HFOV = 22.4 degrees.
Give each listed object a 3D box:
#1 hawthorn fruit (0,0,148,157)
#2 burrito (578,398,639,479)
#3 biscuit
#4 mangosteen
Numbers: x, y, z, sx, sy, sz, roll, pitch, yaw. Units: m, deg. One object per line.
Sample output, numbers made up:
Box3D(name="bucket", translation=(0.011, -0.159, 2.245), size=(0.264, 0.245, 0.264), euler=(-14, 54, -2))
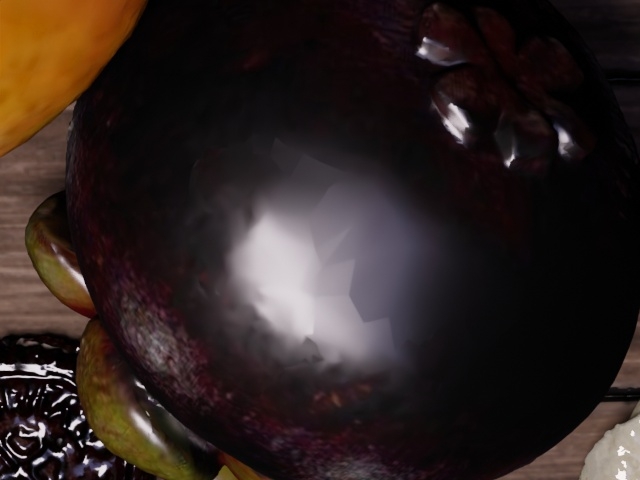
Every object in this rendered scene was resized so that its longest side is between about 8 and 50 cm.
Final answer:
Box3D(name="hawthorn fruit", translation=(-0.307, -0.207, 0.916), size=(0.472, 0.472, 0.471), euler=(-1, 107, -2))
Box3D(name="burrito", translation=(0.233, 0.247, 1.254), size=(0.117, 0.076, 0.392), euler=(21, 103, -2))
Box3D(name="biscuit", translation=(-0.217, 0.161, 1.217), size=(0.195, 0.053, 0.194), euler=(-1, 106, -2))
Box3D(name="mangosteen", translation=(0.000, 0.000, 1.050), size=(0.382, 0.382, 0.435), euler=(36, 139, -12))
